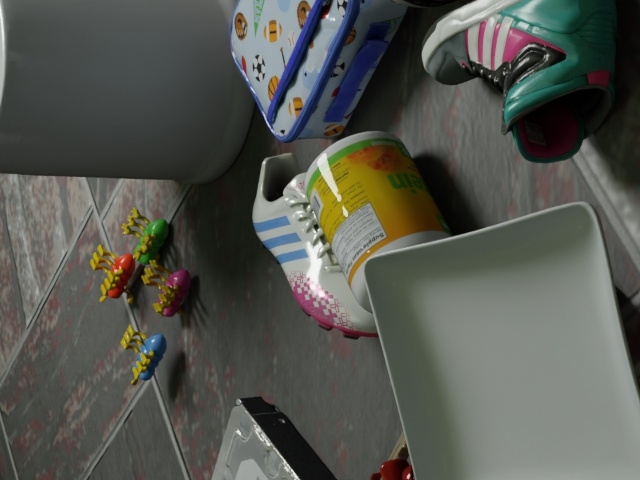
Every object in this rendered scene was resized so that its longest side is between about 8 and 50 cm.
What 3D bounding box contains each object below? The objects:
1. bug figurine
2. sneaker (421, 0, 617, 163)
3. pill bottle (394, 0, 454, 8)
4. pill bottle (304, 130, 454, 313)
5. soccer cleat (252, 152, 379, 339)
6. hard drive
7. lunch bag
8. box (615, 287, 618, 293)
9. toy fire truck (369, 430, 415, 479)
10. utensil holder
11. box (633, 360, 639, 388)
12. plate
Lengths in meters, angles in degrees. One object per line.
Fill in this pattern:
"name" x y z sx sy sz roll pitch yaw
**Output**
"bug figurine" -0.283 0.087 2.268 0.216 0.072 0.279 -58 41 30
"sneaker" 0.212 -0.165 1.489 0.295 0.124 0.178 -22 70 61
"pill bottle" 0.152 -0.354 1.511 0.323 0.182 0.181 -7 85 56
"pill bottle" 0.085 0.002 1.658 0.136 0.136 0.245 -57 47 40
"soccer cleat" 0.000 0.000 1.789 0.331 0.116 0.143 44 141 49
"hard drive" -0.048 0.403 1.931 0.339 0.064 0.237 47 127 46
"lunch bag" -0.004 -0.284 1.794 0.243 0.115 0.303 65 146 32
"box" 0.197 0.096 1.451 0.077 0.180 0.147 45 127 44
"toy fire truck" 0.146 0.260 1.579 0.217 0.158 0.246 -40 57 31
"utensil holder" -0.339 -0.249 2.067 0.328 0.386 0.327 0 90 57
"box" 0.382 0.134 1.224 0.232 0.127 0.148 -52 49 42
"plate" 0.182 0.122 1.310 0.278 0.045 0.277 -16 88 42
